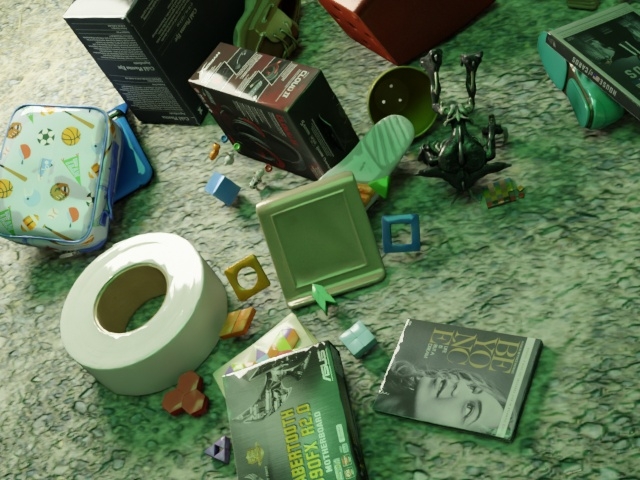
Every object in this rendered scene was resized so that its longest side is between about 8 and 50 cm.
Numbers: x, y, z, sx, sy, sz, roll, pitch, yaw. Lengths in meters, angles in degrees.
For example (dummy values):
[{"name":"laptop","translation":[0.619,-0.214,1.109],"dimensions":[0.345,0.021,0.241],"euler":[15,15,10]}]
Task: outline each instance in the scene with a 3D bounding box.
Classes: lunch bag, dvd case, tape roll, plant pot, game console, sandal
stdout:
[{"name":"lunch bag","translation":[-0.515,-0.119,1.923],"dimensions":[0.243,0.115,0.304],"euler":[5,79,7]},{"name":"dvd case","translation":[0.202,0.202,1.440],"dimensions":[0.221,0.018,0.165],"euler":[7,58,31]},{"name":"tape roll","translation":[-0.310,0.125,1.703],"dimensions":[0.286,0.100,0.286],"euler":[-14,49,17]},{"name":"plant pot","translation":[0.142,-0.258,1.778],"dimensions":[0.134,0.134,0.095],"euler":[-32,20,0]},{"name":"dvd case","translation":[0.521,-0.303,1.615],"dimensions":[0.179,0.030,0.239],"euler":[-23,52,-20]},{"name":"plant pot","translation":[0.136,-0.506,1.892],"dimensions":[0.236,0.267,0.267],"euler":[-49,48,1]},{"name":"game console","translation":[-0.507,-0.150,2.073],"dimensions":[0.293,0.173,0.250],"euler":[-30,78,3]},{"name":"sandal","translation":[0.074,-0.103,1.707],"dimensions":[0.265,0.076,0.102],"euler":[-46,71,2]}]

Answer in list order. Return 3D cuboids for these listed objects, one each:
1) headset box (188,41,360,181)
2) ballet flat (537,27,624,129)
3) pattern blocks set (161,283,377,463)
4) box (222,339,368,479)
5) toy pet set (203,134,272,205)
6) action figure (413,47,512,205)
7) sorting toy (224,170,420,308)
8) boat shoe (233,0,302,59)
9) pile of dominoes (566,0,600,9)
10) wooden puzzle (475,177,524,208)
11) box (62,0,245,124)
[{"name":"headset box","translation":[-0.070,-0.229,1.785],"dimensions":[0.293,0.218,0.110],"euler":[23,68,37]},{"name":"ballet flat","translation":[0.454,-0.280,1.669],"dimensions":[0.087,0.083,0.247],"euler":[-7,47,-9]},{"name":"pattern blocks set","translation":[-0.079,0.212,1.553],"dimensions":[0.325,0.026,0.285],"euler":[-47,53,-10]},{"name":"box","translation":[-0.040,0.284,1.441],"dimensions":[0.183,0.056,0.231],"euler":[-19,59,11]},{"name":"toy pet set","translation":[-0.173,-0.132,1.835],"dimensions":[0.122,0.065,0.114],"euler":[32,87,11]},{"name":"action figure","translation":[0.240,-0.183,1.654],"dimensions":[0.164,0.141,0.276],"euler":[-5,78,13]},{"name":"sorting toy","translation":[0.000,0.000,1.647],"dimensions":[0.347,0.047,0.196],"euler":[-18,85,11]},{"name":"boat shoe","translation":[-0.104,-0.434,2.036],"dimensions":[0.116,0.123,0.324],"euler":[-8,53,18]},{"name":"pile of dominoes","translation":[0.543,-0.536,1.862],"dimensions":[0.196,0.040,0.251],"euler":[17,55,36]},{"name":"wooden puzzle","translation":[0.300,-0.080,1.623],"dimensions":[0.083,0.006,0.049],"euler":[-18,48,13]},{"name":"box","translation":[-0.318,-0.473,2.040],"dimensions":[0.178,0.312,0.343],"euler":[7,57,31]}]
